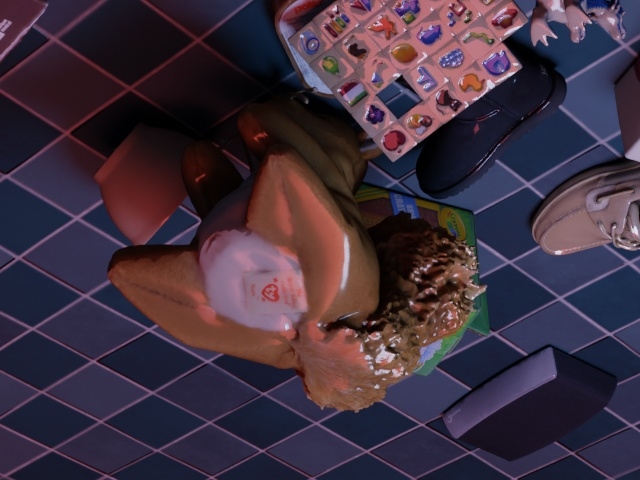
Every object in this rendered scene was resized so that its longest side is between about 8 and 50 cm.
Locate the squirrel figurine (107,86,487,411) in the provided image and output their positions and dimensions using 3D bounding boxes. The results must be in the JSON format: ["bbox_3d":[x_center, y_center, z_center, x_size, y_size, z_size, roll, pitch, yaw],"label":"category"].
[{"bbox_3d":[0.000,0.000,1.985,0.397,0.370,0.281,43,116,-11],"label":"squirrel figurine"}]

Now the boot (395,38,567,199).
[{"bbox_3d":[0.156,-0.174,2.019,0.207,0.094,0.246,27,127,-36],"label":"boot"}]

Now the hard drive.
[{"bbox_3d":[0.337,0.271,2.618,0.172,0.054,0.254,26,134,-30],"label":"hard drive"}]

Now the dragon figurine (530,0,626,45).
[{"bbox_3d":[0.256,-0.320,1.847,0.085,0.144,0.289,-22,118,27],"label":"dragon figurine"}]

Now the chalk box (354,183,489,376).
[{"bbox_3d":[0.111,0.059,2.248,0.289,0.180,0.179,12,140,-18],"label":"chalk box"}]

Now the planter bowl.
[{"bbox_3d":[-0.224,-0.083,2.096,0.109,0.162,0.162,40,131,-7],"label":"planter bowl"}]

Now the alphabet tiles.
[{"bbox_3d":[0.113,-0.231,1.896,0.237,0.009,0.198,-36,106,20],"label":"alphabet tiles"}]

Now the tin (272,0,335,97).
[{"bbox_3d":[0.009,-0.245,1.977,0.106,0.040,0.190,-16,139,11],"label":"tin"}]

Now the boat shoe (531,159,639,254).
[{"bbox_3d":[0.413,-0.041,2.187,0.302,0.098,0.109,-27,135,33],"label":"boat shoe"}]

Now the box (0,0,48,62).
[{"bbox_3d":[-0.469,-0.359,1.701,0.381,0.191,0.143,25,134,-31],"label":"box"}]

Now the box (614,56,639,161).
[{"bbox_3d":[0.485,-0.196,1.976,0.148,0.127,0.232,15,139,-20],"label":"box"}]
